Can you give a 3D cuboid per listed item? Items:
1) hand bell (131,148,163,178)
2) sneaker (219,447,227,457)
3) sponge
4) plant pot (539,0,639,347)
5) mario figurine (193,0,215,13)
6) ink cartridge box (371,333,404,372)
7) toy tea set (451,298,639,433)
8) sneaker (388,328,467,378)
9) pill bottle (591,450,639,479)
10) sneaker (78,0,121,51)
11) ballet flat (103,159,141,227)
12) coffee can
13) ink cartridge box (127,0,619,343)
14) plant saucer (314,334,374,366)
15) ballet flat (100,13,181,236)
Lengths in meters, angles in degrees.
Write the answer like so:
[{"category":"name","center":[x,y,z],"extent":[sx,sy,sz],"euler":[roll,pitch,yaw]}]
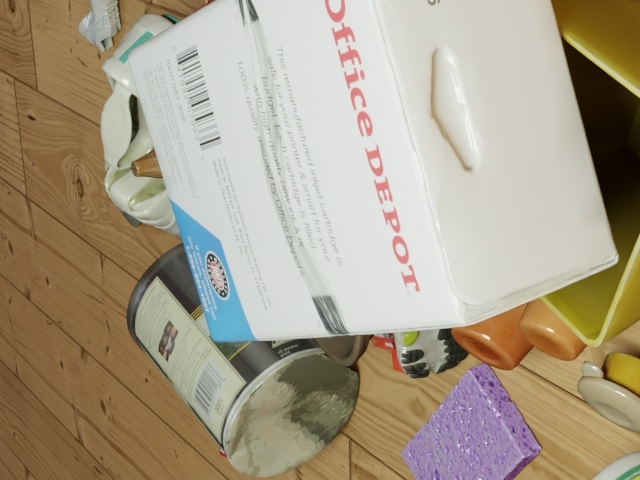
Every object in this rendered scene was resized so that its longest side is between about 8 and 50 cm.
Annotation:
[{"category":"hand bell","center":[-0.119,-0.114,1.563],"extent":[0.126,0.242,0.126],"euler":[31,129,50]},{"category":"sneaker","center":[-0.163,0.251,1.954],"extent":[0.221,0.087,0.128],"euler":[48,139,39]},{"category":"sponge","center":[0.168,0.241,1.462],"extent":[0.117,0.031,0.210],"euler":[59,146,24]},{"category":"plant pot","center":[0.250,-0.078,1.033],"extent":[0.212,0.187,0.212],"euler":[48,141,37]},{"category":"mario figurine","center":[-0.050,-0.342,1.509],"extent":[0.198,0.170,0.321],"euler":[-86,8,-67]},{"category":"ink cartridge box","center":[0.087,0.109,1.535],"extent":[0.063,0.029,0.115],"euler":[8,109,57]},{"category":"toy tea set","center":[0.248,0.068,1.183],"extent":[0.336,0.124,0.200],"euler":[25,161,31]},{"category":"sneaker","center":[0.095,0.034,1.386],"extent":[0.279,0.107,0.118],"euler":[87,161,-46]},{"category":"pill bottle","center":[0.328,0.299,1.144],"extent":[0.208,0.117,0.118],"euler":[47,140,38]},{"category":"sneaker","center":[-0.333,-0.357,1.999],"extent":[0.061,0.053,0.152],"euler":[48,146,13]},{"category":"ballet flat","center":[-0.318,-0.107,2.060],"extent":[0.072,0.068,0.213],"euler":[48,140,38]},{"category":"coffee can","center":[-0.107,0.150,1.702],"extent":[0.275,0.201,0.202],"euler":[44,138,40]},{"category":"ink cartridge box","center":[0.023,-0.077,1.050],"extent":[0.395,0.166,0.286],"euler":[-10,97,59]},{"category":"plant saucer","center":[0.000,0.000,1.387],"extent":[0.278,0.041,0.278],"euler":[162,90,-75]},{"category":"ballet flat","center":[-0.221,-0.113,1.621],"extent":[0.139,0.139,0.400],"euler":[54,157,30]}]
